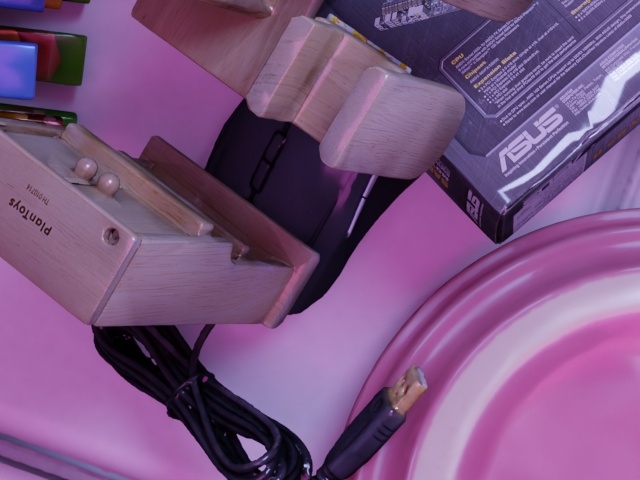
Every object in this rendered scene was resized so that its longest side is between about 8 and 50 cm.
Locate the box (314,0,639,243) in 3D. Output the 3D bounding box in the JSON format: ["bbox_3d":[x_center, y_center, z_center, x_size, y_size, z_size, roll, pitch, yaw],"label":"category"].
[{"bbox_3d":[0.107,-0.140,0.922,0.231,0.056,0.183,-41,75,-7],"label":"box"}]

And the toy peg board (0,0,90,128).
[{"bbox_3d":[-0.148,-0.104,0.959,0.079,0.160,0.161,5,99,-11],"label":"toy peg board"}]

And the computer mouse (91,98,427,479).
[{"bbox_3d":[0.000,0.000,0.961,0.262,0.060,0.184,-49,58,10],"label":"computer mouse"}]

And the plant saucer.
[{"bbox_3d":[0.166,0.142,0.946,0.332,0.084,0.332,-1,79,4],"label":"plant saucer"}]

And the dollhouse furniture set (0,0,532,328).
[{"bbox_3d":[-0.034,-0.090,0.861,0.212,0.161,0.242,37,104,23],"label":"dollhouse furniture set"}]
